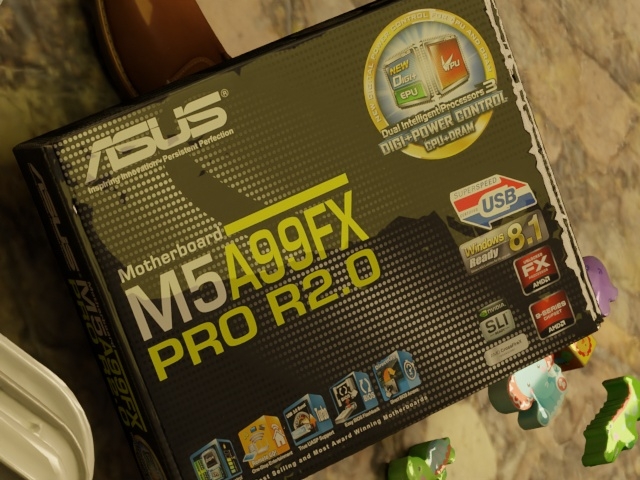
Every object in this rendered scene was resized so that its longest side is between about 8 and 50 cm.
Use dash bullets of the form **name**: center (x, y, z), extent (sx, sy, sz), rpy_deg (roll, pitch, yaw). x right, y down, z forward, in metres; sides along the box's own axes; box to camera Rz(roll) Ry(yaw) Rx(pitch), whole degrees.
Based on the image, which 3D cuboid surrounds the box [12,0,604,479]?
- **box**: center (0.000, 0.000, 1.060), extent (0.270, 0.060, 0.216), rpy_deg (-24, 101, -22)

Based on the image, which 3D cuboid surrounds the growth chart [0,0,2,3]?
- **growth chart**: center (-0.207, -0.196, 1.043), extent (0.237, 0.021, 0.172), rpy_deg (-37, 104, -44)

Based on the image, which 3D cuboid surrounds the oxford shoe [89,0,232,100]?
- **oxford shoe**: center (-0.059, -0.083, 1.110), extent (0.076, 0.076, 0.212), rpy_deg (-33, 98, -44)

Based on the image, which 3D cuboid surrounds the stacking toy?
- **stacking toy**: center (0.139, 0.057, 1.187), extent (0.052, 0.167, 0.221), rpy_deg (50, 48, -20)

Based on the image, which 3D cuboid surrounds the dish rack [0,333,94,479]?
- **dish rack**: center (-0.260, 0.111, 0.771), extent (0.333, 0.072, 0.285), rpy_deg (41, 77, -26)
